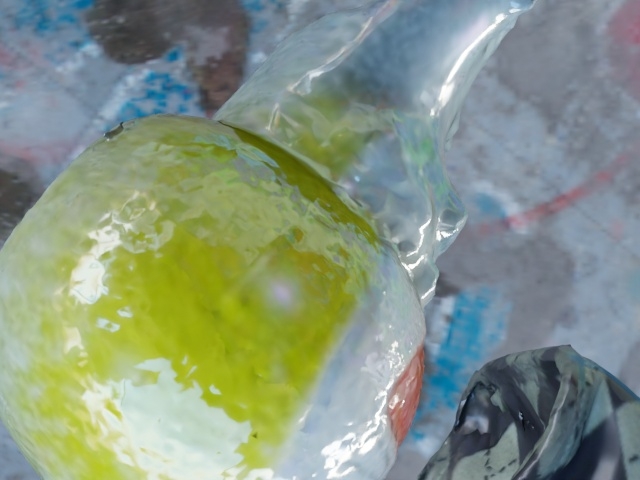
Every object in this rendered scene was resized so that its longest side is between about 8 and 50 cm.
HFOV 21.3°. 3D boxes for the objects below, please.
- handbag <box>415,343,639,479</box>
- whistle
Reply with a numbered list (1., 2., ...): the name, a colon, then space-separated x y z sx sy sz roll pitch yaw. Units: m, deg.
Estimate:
1. handbag: 0.171 0.274 0.623 0.416 0.180 0.317 33 75 -1
2. whistle: 0.000 0.000 0.445 0.223 0.123 0.123 -48 110 -16
